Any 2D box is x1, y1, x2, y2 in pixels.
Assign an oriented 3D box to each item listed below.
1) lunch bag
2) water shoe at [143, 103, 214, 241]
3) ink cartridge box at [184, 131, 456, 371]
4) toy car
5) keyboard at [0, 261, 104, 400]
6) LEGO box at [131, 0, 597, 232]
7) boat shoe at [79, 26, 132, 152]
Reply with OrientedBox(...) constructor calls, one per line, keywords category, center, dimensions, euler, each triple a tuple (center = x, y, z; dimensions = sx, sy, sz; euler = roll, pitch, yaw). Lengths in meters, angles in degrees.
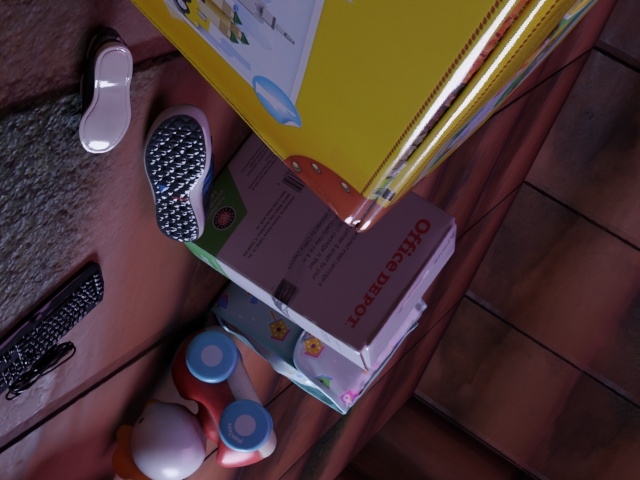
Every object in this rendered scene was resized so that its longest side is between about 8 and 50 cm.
OrientedBox(category="lunch bag", center=(0.001, 0.110, 1.558), dimensions=(0.223, 0.262, 0.160), euler=(-51, 163, -15))
OrientedBox(category="water shoe", center=(-0.154, -0.088, 1.134), dimensions=(0.203, 0.072, 0.080), euler=(103, -1, -48))
OrientedBox(category="ink cartridge box", center=(0.000, 0.000, 1.303), dimensions=(0.211, 0.289, 0.121), euler=(-53, 163, -12))
OrientedBox(category="toy car", center=(-0.204, 0.259, 1.483), dimensions=(0.238, 0.210, 0.219), euler=(-25, 172, -7))
OrientedBox(category="keyboard", center=(-0.299, 0.114, 1.116), dimensions=(0.192, 0.038, 0.100), euler=(-46, 160, -31))
OrientedBox(category="LEGO box", center=(0.006, -0.255, 0.470), dimensions=(0.193, 0.372, 0.500), euler=(-43, 177, -18))
OrientedBox(category="boat shoe", center=(-0.199, -0.136, 0.933), dimensions=(0.046, 0.038, 0.125), euler=(-6, 137, -22))
